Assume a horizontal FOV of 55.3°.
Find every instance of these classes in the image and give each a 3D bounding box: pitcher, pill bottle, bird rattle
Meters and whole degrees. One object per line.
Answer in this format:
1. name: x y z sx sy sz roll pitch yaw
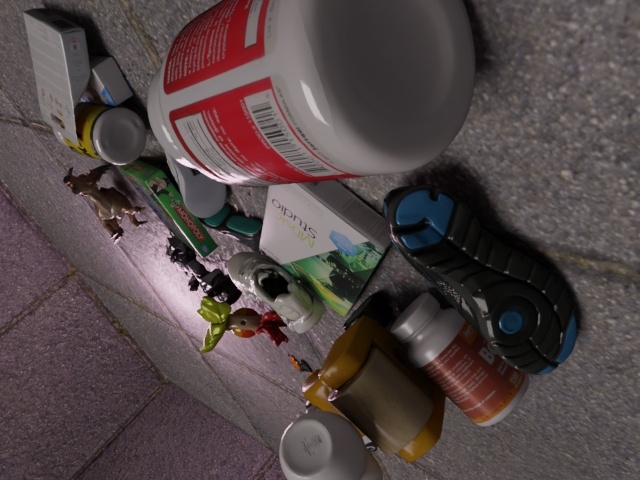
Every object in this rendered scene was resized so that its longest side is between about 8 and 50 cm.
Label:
1. pitcher: 0.004 0.325 0.975 0.177 0.125 0.207 49 180 35
2. pill bottle: -0.481 -0.236 1.318 0.209 0.119 0.119 17 144 39
3. pill bottle: -0.046 -0.179 0.714 0.408 0.229 0.229 3 133 53
4. pill bottle: 0.224 0.191 1.007 0.216 0.121 0.121 43 154 1
5. bird rattle: -0.187 0.204 1.574 0.207 0.254 0.142 133 133 -84

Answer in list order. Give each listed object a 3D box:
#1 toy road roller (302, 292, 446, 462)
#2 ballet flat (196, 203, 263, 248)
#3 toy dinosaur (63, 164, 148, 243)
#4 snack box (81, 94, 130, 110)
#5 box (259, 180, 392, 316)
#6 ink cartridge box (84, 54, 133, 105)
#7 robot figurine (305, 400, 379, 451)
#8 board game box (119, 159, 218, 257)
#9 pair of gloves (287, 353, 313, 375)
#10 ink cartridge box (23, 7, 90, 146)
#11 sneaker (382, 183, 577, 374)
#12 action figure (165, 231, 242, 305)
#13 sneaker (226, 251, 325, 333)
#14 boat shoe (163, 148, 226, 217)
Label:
1. toy road roller: 0.077 0.272 1.101 0.202 0.329 0.240 44 109 -1
2. ballet flat: -0.197 -0.032 1.330 0.203 0.074 0.074 24 148 30
3. toy dinosaur: -0.599 -0.113 1.727 0.200 0.127 0.295 51 166 2
4. snack box: -0.478 -0.300 1.376 0.178 0.022 0.064 35 152 15
5. box: 0.000 0.000 1.111 0.232 0.058 0.322 39 155 10
6. ink cartridge box: -0.457 -0.332 1.266 0.123 0.052 0.088 20 145 42
7. robot figurine: 0.077 0.411 1.478 0.209 0.173 0.278 6 173 -31
8. board game box: -0.361 -0.084 1.429 0.213 0.046 0.317 58 164 -25
9. pair of gloves: -0.057 0.368 1.793 0.083 0.010 0.074 8 137 49
10. ink cartridge box: -0.529 -0.335 1.251 0.189 0.066 0.232 33 136 37
11. sneaker: 0.219 0.044 0.842 0.341 0.125 0.139 46 -178 -12
12. action figure: -0.342 0.078 1.669 0.285 0.099 0.185 28 159 36
13. sneaker: -0.114 0.082 1.296 0.292 0.110 0.118 27 166 44
14. boat shoe: -0.255 -0.154 1.228 0.258 0.095 0.084 85 161 -50
